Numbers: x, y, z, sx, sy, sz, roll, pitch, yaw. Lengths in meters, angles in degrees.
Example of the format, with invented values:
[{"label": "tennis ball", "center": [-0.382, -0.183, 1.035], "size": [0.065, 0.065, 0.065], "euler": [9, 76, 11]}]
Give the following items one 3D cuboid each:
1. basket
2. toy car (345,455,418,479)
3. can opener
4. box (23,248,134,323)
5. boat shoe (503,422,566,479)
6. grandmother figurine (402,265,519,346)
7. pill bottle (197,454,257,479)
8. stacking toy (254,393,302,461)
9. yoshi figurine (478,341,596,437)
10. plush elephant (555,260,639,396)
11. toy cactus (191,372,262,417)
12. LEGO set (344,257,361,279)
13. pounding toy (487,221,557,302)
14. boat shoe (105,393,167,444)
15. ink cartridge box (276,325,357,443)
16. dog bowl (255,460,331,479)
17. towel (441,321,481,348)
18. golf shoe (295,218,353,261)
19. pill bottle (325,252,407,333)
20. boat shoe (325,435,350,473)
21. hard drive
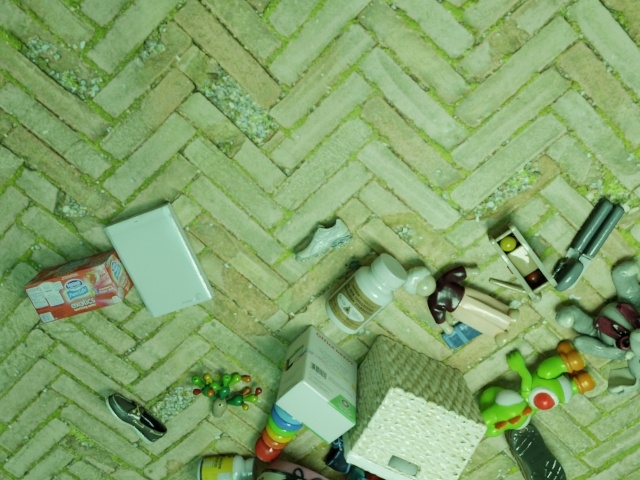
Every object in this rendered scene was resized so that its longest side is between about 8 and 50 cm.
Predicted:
[{"label": "basket", "center": [0.258, 0.500, 1.717], "size": [0.328, 0.331, 0.266], "euler": [25, 105, -8]}, {"label": "toy car", "center": [0.239, 0.767, 1.922], "size": [0.219, 0.210, 0.238], "euler": [34, 81, -2]}, {"label": "can opener", "center": [0.738, 0.022, 1.628], "size": [0.074, 0.093, 0.280], "euler": [24, 106, -6]}, {"label": "box", "center": [-0.691, 0.130, 1.705], "size": [0.257, 0.122, 0.128], "euler": [-16, 111, 8]}, {"label": "boat shoe", "center": [0.678, 0.695, 1.885], "size": [0.123, 0.120, 0.324], "euler": [-27, 103, -7]}, {"label": "grandmother figurine", "center": [0.391, 0.166, 1.682], "size": [0.342, 0.104, 0.207], "euler": [24, 86, -6]}, {"label": "pill bottle", "center": [-0.308, 0.769, 1.961], "size": [0.184, 0.103, 0.103], "euler": [-7, 112, 5]}, {"label": "stacking toy", "center": [-0.115, 0.581, 1.868], "size": [0.141, 0.141, 0.330], "euler": [23, 115, -7]}, {"label": "yoshi figurine", "center": [0.621, 0.454, 1.789], "size": [0.362, 0.203, 0.203], "euler": [-31, 149, -1]}, {"label": "plush elephant", "center": [0.864, 0.279, 1.624], "size": [0.272, 0.255, 0.330], "euler": [-35, 109, 8]}, {"label": "toy cactus", "center": [-0.305, 0.495, 1.860], "size": [0.219, 0.112, 0.180], "euler": [12, 122, -12]}, {"label": "LEGO set", "center": [0.095, 0.080, 1.712], "size": [0.054, 0.023, 0.083], "euler": [34, 123, -9]}, {"label": "pounding toy", "center": [0.537, 0.092, 1.625], "size": [0.155, 0.154, 0.269], "euler": [-36, 106, 15]}, {"label": "boat shoe", "center": [-0.591, 0.563, 1.904], "size": [0.069, 0.081, 0.227], "euler": [-34, 114, 12]}, {"label": "ink cartridge box", "center": [-0.003, 0.408, 1.710], "size": [0.201, 0.278, 0.117], "euler": [42, 111, -13]}, {"label": "dog bowl", "center": [-0.043, 0.850, 1.869], "size": [0.408, 0.150, 0.408], "euler": [21, 145, 16]}, {"label": "towel", "center": [0.428, 0.278, 1.772], "size": [0.119, 0.029, 0.067], "euler": [-34, 108, 14]}, {"label": "golf shoe", "center": [0.000, 0.000, 1.668], "size": [0.176, 0.069, 0.086], "euler": [-25, 89, 9]}, {"label": "pill bottle", "center": [0.131, 0.147, 1.664], "size": [0.131, 0.131, 0.229], "euler": [38, 115, -12]}, {"label": "boat shoe", "center": [0.069, 0.649, 1.897], "size": [0.089, 0.109, 0.258], "euler": [12, 110, 1]}, {"label": "hard drive", "center": [-0.464, 0.062, 1.714], "size": [0.203, 0.040, 0.307], "euler": [-19, 110, 10]}]
